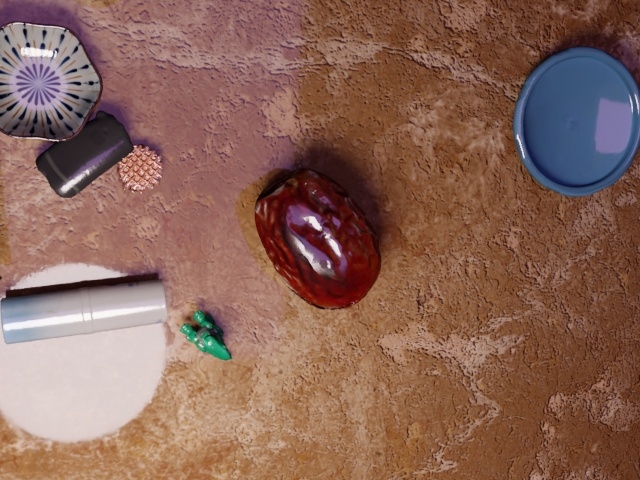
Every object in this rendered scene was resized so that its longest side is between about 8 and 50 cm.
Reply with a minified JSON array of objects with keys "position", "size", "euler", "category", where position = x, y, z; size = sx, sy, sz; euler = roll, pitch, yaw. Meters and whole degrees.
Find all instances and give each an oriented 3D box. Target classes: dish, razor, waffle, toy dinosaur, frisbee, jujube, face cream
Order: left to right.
[{"position":[-0.439,-0.243,1.167],"size":[0.191,0.066,0.190],"euler":[-2,96,-19],"category":"dish"},{"position":[-0.373,-0.137,1.191],"size":[0.148,0.054,0.090],"euler":[-38,75,-9],"category":"razor"},{"position":[-0.380,0.114,1.214],"size":[0.250,0.077,0.077],"euler":[-7,97,-18],"category":"face cream"},{"position":[-0.300,-0.118,1.241],"size":[0.075,0.029,0.083],"euler":[-3,95,-16],"category":"waffle"},{"position":[-0.183,0.174,1.271],"size":[0.059,0.132,0.096],"euler":[-45,61,-7],"category":"toy dinosaur"},{"position":[0.000,0.000,1.272],"size":[0.183,0.183,0.243],"euler":[-36,105,-11],"category":"jujube"},{"position":[0.501,-0.231,1.470],"size":[0.290,0.049,0.289],"euler":[-2,98,-14],"category":"frisbee"}]

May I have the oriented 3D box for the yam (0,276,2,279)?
[{"position":[-0.579,-0.075,1.078],"size":[0.195,0.195,0.300],"euler":[-6,98,-17],"category":"yam"}]
